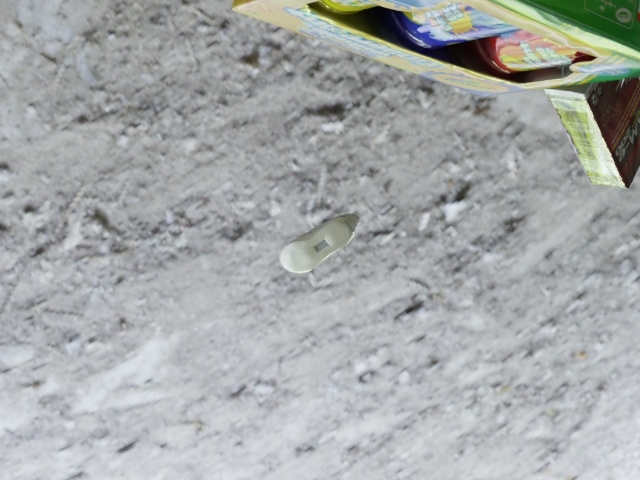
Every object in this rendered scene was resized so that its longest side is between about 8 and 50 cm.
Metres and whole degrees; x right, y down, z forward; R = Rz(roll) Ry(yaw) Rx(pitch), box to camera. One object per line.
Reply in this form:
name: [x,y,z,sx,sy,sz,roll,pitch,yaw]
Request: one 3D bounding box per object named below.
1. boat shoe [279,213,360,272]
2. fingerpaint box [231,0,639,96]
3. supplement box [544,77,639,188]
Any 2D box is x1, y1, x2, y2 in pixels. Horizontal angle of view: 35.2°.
boat shoe: [0.000,0.000,1.843,0.184,0.066,0.063,-38,180,39]
fingerpaint box: [0.176,-0.316,1.246,0.444,0.371,0.163,12,85,-34]
supplement box: [0.433,-0.200,1.542,0.130,0.073,0.239,-60,137,-17]
